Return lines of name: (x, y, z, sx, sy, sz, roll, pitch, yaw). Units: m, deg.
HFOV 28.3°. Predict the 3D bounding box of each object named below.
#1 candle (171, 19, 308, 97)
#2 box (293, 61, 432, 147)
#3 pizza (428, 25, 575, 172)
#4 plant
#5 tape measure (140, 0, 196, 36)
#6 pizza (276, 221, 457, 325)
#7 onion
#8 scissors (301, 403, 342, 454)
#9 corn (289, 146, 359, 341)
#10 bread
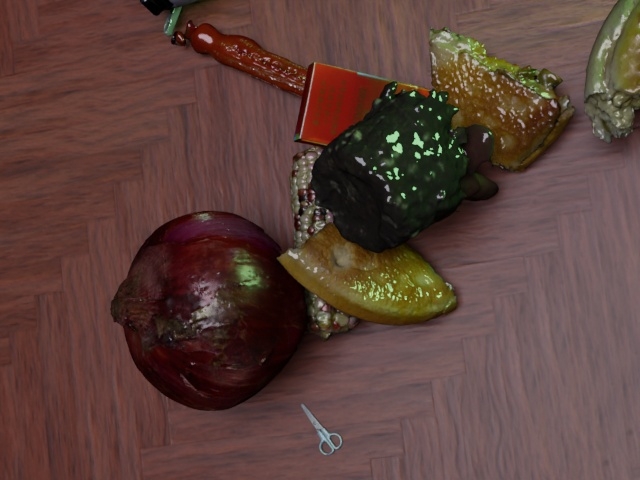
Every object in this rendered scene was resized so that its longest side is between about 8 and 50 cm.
candle: (-0.065, -0.248, 1.838, 0.329, 0.048, 0.051, 25, 113, 17)
box: (0.059, -0.173, 1.754, 0.175, 0.048, 0.112, 13, 87, -11)
pizza: (0.232, -0.190, 1.734, 0.226, 0.069, 0.147, 29, 115, 20)
plant: (0.114, -0.099, 1.645, 0.234, 0.178, 0.204, -34, 94, -25)
tape measure: (-0.218, -0.424, 1.873, 0.196, 0.105, 0.178, -42, 63, 4)
pizza: (0.065, 0.046, 1.693, 0.056, 0.271, 0.134, -47, 46, 45)
onion: (-0.153, 0.091, 1.716, 0.276, 0.276, 0.276, -2, 84, 17)
scissors: (-0.002, 0.263, 1.791, 0.036, 0.006, 0.083, -39, 75, 8)
corn: (0.000, 0.000, 1.770, 0.092, 0.092, 0.281, -11, 81, 16)
bread: (0.475, -0.256, 1.606, 0.314, 0.171, 0.192, -17, 78, 14)
